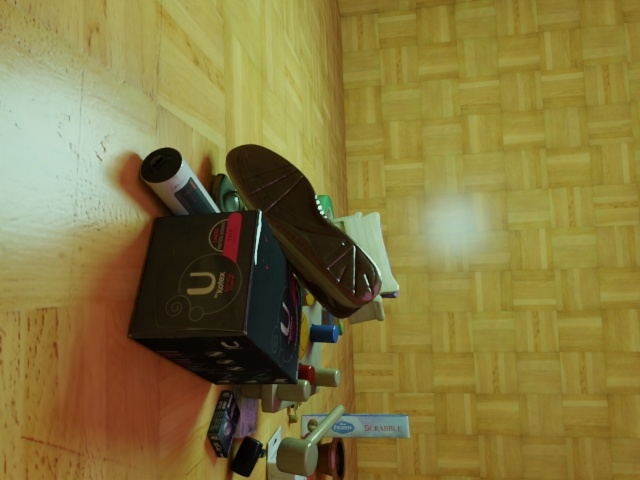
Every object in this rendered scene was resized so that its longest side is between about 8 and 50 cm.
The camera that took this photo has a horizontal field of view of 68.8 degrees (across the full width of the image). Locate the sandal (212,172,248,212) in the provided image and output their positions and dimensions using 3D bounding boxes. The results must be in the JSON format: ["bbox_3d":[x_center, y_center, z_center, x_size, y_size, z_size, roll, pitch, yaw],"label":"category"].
[{"bbox_3d":[-0.145,-0.063,0.839,0.180,0.049,0.072,61,27,-61],"label":"sandal"}]

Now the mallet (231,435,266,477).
[{"bbox_3d":[-0.121,0.398,0.887,0.190,0.039,0.062,71,42,-73],"label":"mallet"}]

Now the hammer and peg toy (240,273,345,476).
[{"bbox_3d":[-0.049,0.239,0.913,0.266,0.127,0.361,22,67,-69],"label":"hammer and peg toy"}]

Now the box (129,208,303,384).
[{"bbox_3d":[-0.121,0.096,0.657,0.270,0.143,0.165,70,19,-61],"label":"box"}]

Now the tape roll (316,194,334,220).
[{"bbox_3d":[0.000,0.000,1.653,0.321,0.077,0.321,-3,90,-80],"label":"tape roll"}]

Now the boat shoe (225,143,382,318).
[{"bbox_3d":[-0.047,-0.011,0.785,0.123,0.342,0.123,-37,169,-38],"label":"boat shoe"}]

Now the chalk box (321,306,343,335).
[{"bbox_3d":[-0.005,0.168,1.398,0.132,0.132,0.213,-81,166,-52],"label":"chalk box"}]

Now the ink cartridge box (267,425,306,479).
[{"bbox_3d":[-0.074,0.542,1.067,0.115,0.067,0.198,5,82,-80],"label":"ink cartridge box"}]

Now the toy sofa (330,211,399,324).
[{"bbox_3d":[0.148,0.086,1.582,0.150,0.177,0.362,75,4,-54],"label":"toy sofa"}]

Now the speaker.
[{"bbox_3d":[-0.180,-0.061,0.613,0.136,0.055,0.055,72,18,-61],"label":"speaker"}]

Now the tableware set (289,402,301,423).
[{"bbox_3d":[-0.068,0.429,1.291,0.154,0.024,0.104,-83,170,-51],"label":"tableware set"}]

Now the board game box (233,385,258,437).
[{"bbox_3d":[-0.139,0.315,0.868,0.090,0.020,0.090,60,29,-69],"label":"board game box"}]

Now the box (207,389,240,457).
[{"bbox_3d":[-0.157,0.300,0.768,0.083,0.018,0.067,-79,164,-55],"label":"box"}]

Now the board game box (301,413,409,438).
[{"bbox_3d":[0.123,0.593,1.504,0.318,0.318,0.066,66,23,-69],"label":"board game box"}]

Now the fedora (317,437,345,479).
[{"bbox_3d":[0.035,0.774,1.654,0.194,0.079,0.194,-6,90,-75],"label":"fedora"}]
